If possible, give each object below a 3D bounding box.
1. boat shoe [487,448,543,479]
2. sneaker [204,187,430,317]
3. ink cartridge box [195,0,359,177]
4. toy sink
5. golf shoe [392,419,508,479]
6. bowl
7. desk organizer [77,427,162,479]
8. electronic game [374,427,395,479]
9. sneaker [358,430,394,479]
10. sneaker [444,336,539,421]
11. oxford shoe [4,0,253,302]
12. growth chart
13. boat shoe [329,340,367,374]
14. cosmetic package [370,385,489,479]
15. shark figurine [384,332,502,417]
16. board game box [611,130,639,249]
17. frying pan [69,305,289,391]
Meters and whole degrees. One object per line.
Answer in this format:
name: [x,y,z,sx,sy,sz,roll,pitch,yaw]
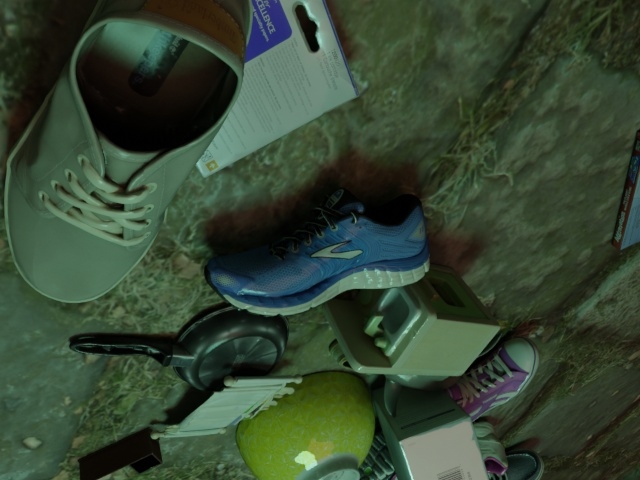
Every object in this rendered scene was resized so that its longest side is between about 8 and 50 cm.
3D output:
boat shoe: [0.488,0.689,1.548,0.340,0.127,0.158,-27,142,-3]
sneaker: [0.000,0.000,0.746,0.329,0.130,0.147,-13,118,-21]
ink cartridge box: [-0.085,-0.193,0.571,0.208,0.045,0.206,-27,134,0]
toy sink: [0.147,0.118,0.879,0.234,0.153,0.131,11,122,-32]
golf shoe: [0.331,0.568,1.363,0.306,0.140,0.115,-18,135,-10]
bowl: [-0.007,0.409,1.046,0.289,0.156,0.290,-14,133,-15]
desk organizer: [-0.342,0.380,0.925,0.130,0.050,0.047,-24,134,-7]
electronic game: [0.099,0.532,1.277,0.229,0.048,0.229,-12,123,-18]
sneaker: [0.100,0.503,1.192,0.228,0.086,0.132,-31,162,-29]
sneaker: [0.340,0.314,1.163,0.161,0.102,0.282,19,117,-45]
oxford shoe: [-0.207,-0.067,0.525,0.169,0.130,0.449,20,129,-30]
growth chart: [-0.154,0.286,0.921,0.172,0.021,0.237,18,131,-45]
boat shoe: [0.079,0.227,1.009,0.056,0.048,0.153,-45,133,14]
cosmetic package: [0.209,0.407,1.029,0.138,0.224,0.224,-18,98,-4]
shark figurine: [0.216,0.235,0.988,0.278,0.166,0.116,7,161,-26]
board game box: [0.640,-0.111,1.020,0.145,0.027,0.281,-23,134,-6]
frying pan: [-0.178,0.156,0.825,0.197,0.053,0.326,-45,136,14]
